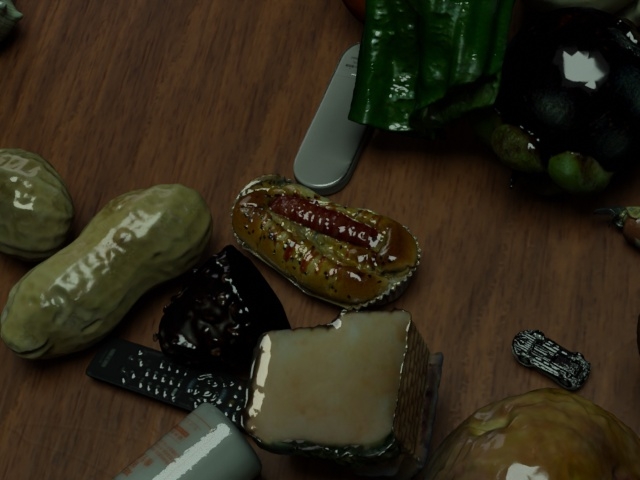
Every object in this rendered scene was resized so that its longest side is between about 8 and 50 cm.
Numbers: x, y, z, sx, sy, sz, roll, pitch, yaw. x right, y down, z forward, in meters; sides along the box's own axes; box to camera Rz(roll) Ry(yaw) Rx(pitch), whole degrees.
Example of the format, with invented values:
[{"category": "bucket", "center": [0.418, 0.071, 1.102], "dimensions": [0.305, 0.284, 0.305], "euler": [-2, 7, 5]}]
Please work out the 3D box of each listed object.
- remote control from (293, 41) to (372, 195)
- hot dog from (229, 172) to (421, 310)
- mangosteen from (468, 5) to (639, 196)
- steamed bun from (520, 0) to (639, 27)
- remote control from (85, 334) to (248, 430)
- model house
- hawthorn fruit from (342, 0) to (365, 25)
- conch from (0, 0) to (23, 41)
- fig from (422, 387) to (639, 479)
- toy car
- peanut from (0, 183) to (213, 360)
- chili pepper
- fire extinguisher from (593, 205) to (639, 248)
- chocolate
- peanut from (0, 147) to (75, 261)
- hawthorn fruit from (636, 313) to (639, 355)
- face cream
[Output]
[{"category": "remote control", "center": [0.033, -0.161, 1.787], "dimensions": [0.077, 0.022, 0.245], "euler": [14, 60, 15]}, {"category": "hot dog", "center": [0.000, 0.000, 1.658], "dimensions": [0.253, 0.069, 0.131], "euler": [26, 65, 25]}, {"category": "mangosteen", "center": [0.299, -0.162, 1.641], "dimensions": [0.243, 0.243, 0.243], "euler": [-4, 56, 7]}, {"category": "steamed bun", "center": [0.380, -0.399, 1.778], "dimensions": [0.320, 0.206, 0.275], "euler": [2, 74, 5]}, {"category": "remote control", "center": [-0.155, 0.169, 1.601], "dimensions": [0.245, 0.025, 0.063], "euler": [17, 60, 20]}, {"category": "model house", "center": [0.033, 0.182, 1.485], "dimensions": [0.183, 0.172, 0.166], "euler": [-1, 62, 24]}, {"category": "hawthorn fruit", "center": [0.108, -0.356, 1.804], "dimensions": [0.211, 0.211, 0.299], "euler": [-7, 75, 5]}, {"category": "conch", "center": [-0.504, -0.309, 1.926], "dimensions": [0.234, 0.114, 0.137], "euler": [-46, 48, -13]}, {"category": "fig", "center": [0.161, 0.295, 1.379], "dimensions": [0.369, 0.286, 0.286], "euler": [-13, 49, 39]}, {"category": "toy car", "center": [0.257, 0.133, 1.553], "dimensions": [0.093, 0.025, 0.041], "euler": [30, 65, 22]}, {"category": "peanut", "center": [-0.256, 0.035, 1.646], "dimensions": [0.290, 0.130, 0.130], "euler": [-40, 60, -17]}, {"category": "chili pepper", "center": [0.141, -0.283, 1.628], "dimensions": [0.167, 0.385, 0.213], "euler": [17, 21, -12]}, {"category": "fire extinguisher", "center": [0.400, 0.004, 1.597], "dimensions": [0.177, 0.050, 0.062], "euler": [35, 44, 28]}, {"category": "chocolate", "center": [-0.123, 0.096, 1.590], "dimensions": [0.133, 0.156, 0.156], "euler": [-29, 55, 12]}, {"category": "peanut", "center": [-0.428, -0.072, 1.752], "dimensions": [0.298, 0.120, 0.136], "euler": [24, 40, 24]}, {"category": "hawthorn fruit", "center": [0.460, 0.086, 1.384], "dimensions": [0.277, 0.298, 0.277], "euler": [-2, 61, 4]}, {"category": "face cream", "center": [-0.186, 0.289, 1.482], "dimensions": [0.252, 0.101, 0.101], "euler": [-39, 59, -15]}]
